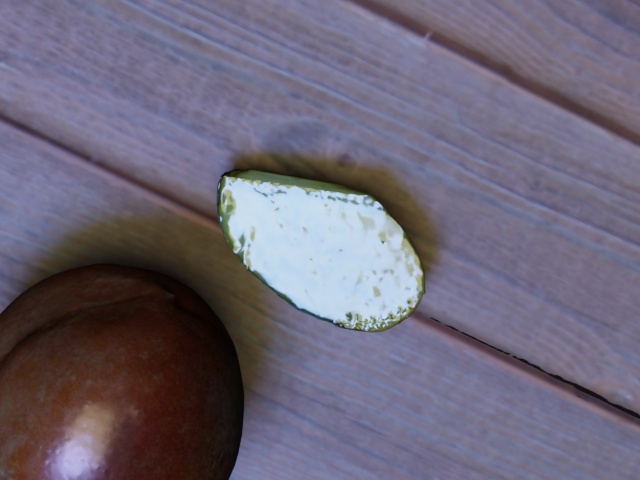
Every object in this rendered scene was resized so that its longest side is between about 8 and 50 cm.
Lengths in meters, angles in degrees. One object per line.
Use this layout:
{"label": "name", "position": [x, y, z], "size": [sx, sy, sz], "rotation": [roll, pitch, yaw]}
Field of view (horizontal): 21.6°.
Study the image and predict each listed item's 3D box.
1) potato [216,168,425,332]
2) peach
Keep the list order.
{"label": "potato", "position": [0.000, 0.000, 1.436], "size": [0.198, 0.054, 0.119], "rotation": [22, 107, -1]}
{"label": "peach", "position": [-0.174, 0.140, 1.380], "size": [0.252, 0.252, 0.252], "rotation": [0, 107, 1]}
